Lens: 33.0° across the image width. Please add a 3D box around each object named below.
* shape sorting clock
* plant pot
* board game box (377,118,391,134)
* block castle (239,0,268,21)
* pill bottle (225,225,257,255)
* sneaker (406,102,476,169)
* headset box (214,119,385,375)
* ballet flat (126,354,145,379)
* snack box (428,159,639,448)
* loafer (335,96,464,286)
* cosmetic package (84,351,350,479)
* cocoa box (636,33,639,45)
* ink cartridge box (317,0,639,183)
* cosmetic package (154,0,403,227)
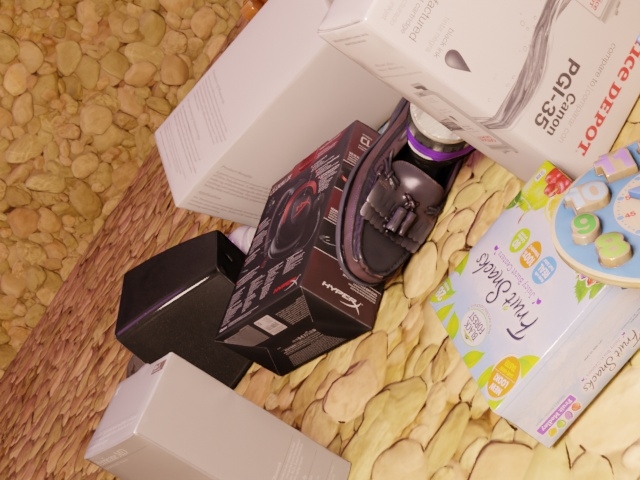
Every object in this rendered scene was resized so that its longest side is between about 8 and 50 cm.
[{"bbox_3d":[0.267,-0.034,0.783,0.206,0.040,0.206,-21,24,10],"label":"shape sorting clock"},{"bbox_3d":[-0.164,0.100,1.558,0.167,0.188,0.187,-38,24,14],"label":"plant pot"},{"bbox_3d":[0.100,-0.194,1.566,0.103,0.026,0.154,-13,48,63],"label":"board game box"},{"bbox_3d":[0.029,-0.412,1.744,0.303,0.213,0.453,-46,18,31],"label":"block castle"},{"bbox_3d":[-0.121,0.027,1.679,0.152,0.086,0.086,-31,33,51],"label":"pill bottle"},{"bbox_3d":[0.189,-0.188,1.202,0.293,0.102,0.146,-45,-14,-21],"label":"sneaker"},{"bbox_3d":[0.000,0.000,1.387,0.218,0.110,0.293,-34,31,49],"label":"headset box"},{"bbox_3d":[-0.257,0.242,1.639,0.084,0.058,0.250,52,142,31],"label":"ballet flat"},{"bbox_3d":[0.192,0.046,0.913,0.174,0.070,0.207,-51,20,13],"label":"snack box"},{"bbox_3d":[0.111,-0.086,1.267,0.095,0.109,0.302,-17,41,56],"label":"loafer"},{"bbox_3d":[-0.103,0.225,1.104,0.127,0.238,0.107,-35,29,49],"label":"cosmetic package"},{"bbox_3d":[0.350,-0.079,0.479,0.231,0.228,0.347,-53,20,15],"label":"cocoa box"},{"bbox_3d":[0.174,-0.207,1.022,0.207,0.283,0.117,-61,22,-6],"label":"ink cartridge box"},{"bbox_3d":[-0.042,-0.189,1.507,0.365,0.197,0.155,-44,50,29],"label":"cosmetic package"}]
